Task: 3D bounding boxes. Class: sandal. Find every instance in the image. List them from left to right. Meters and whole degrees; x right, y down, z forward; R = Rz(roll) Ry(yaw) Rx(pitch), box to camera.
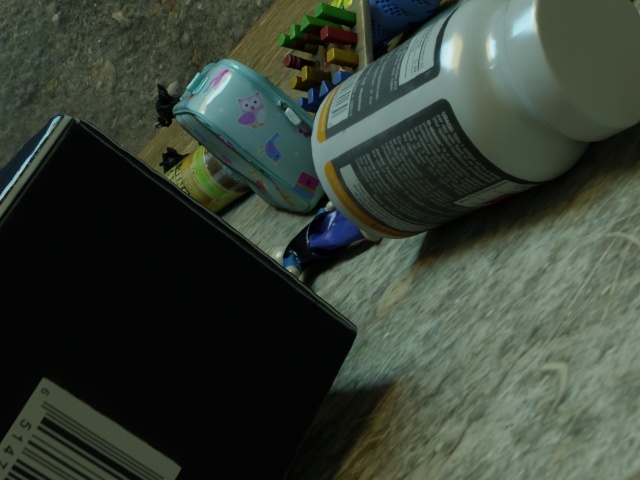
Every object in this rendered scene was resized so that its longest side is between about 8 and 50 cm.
[{"bbox_3d":[0.086,-0.346,1.647,0.138,0.126,0.317,-60,12,-24],"label":"sandal"}]

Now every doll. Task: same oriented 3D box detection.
[{"bbox_3d":[0.000,0.000,1.146,0.189,0.046,0.129,-27,25,50],"label":"doll"}]

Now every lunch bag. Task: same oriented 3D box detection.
[{"bbox_3d":[-0.088,-0.145,1.395,0.108,0.224,0.279,-50,15,-7],"label":"lunch bag"}]

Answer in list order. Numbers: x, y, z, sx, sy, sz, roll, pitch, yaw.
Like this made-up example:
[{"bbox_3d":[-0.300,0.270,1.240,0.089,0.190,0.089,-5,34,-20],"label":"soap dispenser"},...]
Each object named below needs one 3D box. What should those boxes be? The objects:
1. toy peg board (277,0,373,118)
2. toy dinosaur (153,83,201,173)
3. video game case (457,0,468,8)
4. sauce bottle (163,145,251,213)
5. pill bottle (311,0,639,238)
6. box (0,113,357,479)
[{"bbox_3d":[0.001,-0.271,1.590,0.161,0.079,0.160,-25,62,53],"label":"toy peg board"},{"bbox_3d":[-0.186,-0.192,1.925,0.322,0.219,0.164,111,148,-55],"label":"toy dinosaur"},{"bbox_3d":[0.164,-0.239,1.295,0.204,0.025,0.285,-46,11,3],"label":"video game case"},{"bbox_3d":[-0.223,-0.079,1.798,0.344,0.111,0.111,-32,22,46],"label":"sauce bottle"},{"bbox_3d":[0.128,-0.109,0.875,0.278,0.162,0.162,-24,28,52],"label":"pill bottle"},{"bbox_3d":[-0.288,0.213,0.861,0.472,0.297,0.479,-17,40,57],"label":"box"}]
